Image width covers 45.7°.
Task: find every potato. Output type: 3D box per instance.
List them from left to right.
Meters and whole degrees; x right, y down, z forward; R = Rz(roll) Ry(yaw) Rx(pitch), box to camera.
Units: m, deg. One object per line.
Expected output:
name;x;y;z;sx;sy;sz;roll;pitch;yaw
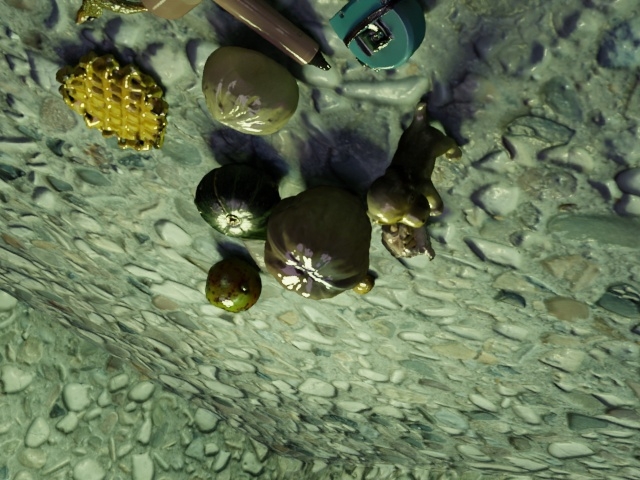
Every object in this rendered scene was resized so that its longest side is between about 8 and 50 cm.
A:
potato;0.110;0.111;1.949;0.051;0.040;0.083;38;148;-4

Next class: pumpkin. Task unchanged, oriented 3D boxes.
pumpkin;-0.182;-0.091;1.694;0.190;0.146;0.190;16;148;10

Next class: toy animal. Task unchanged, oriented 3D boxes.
toy animal;0.165;-0.111;1.358;0.121;0.233;0.168;11;158;29

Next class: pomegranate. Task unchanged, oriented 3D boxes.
pomegranate;-0.252;0.120;2.108;0.159;0.159;0.205;39;172;-28

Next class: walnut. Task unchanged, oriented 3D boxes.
walnut;-0.002;-0.001;1.645;0.248;0.248;0.248;16;151;10

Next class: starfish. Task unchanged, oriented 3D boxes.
starfish;-0.398;-0.458;1.336;0.208;0.053;0.176;-1;134;25

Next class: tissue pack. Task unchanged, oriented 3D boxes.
tissue pack;-0.062;0.027;1.890;0.236;0.073;0.173;7;148;26

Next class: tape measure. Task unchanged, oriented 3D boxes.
tape measure;0.095;-0.329;1.173;0.125;0.081;0.146;50;141;-12

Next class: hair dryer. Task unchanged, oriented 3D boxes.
hair dryer;-0.121;-0.369;1.253;0.344;0.106;0.189;32;150;-30

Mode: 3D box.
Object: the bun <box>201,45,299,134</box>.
bun;-0.138;-0.258;1.369;0.178;0.127;0.193;22;171;-25

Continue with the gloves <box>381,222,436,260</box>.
gloves;0.186;-0.009;1.645;0.144;0.094;0.110;12;133;63

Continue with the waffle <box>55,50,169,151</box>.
waffle;-0.429;-0.286;1.621;0.262;0.060;0.280;0;144;35
